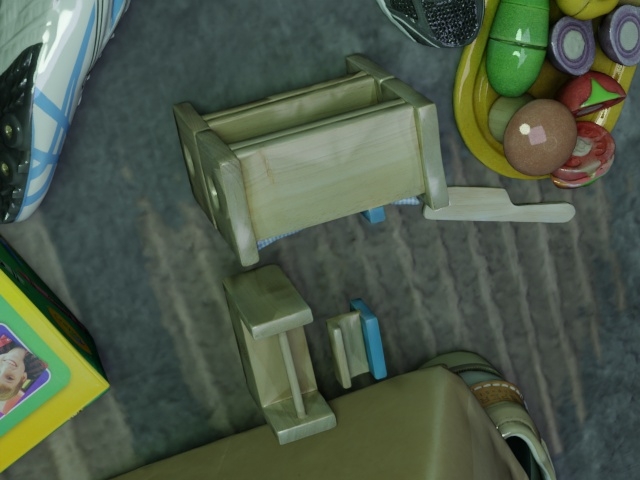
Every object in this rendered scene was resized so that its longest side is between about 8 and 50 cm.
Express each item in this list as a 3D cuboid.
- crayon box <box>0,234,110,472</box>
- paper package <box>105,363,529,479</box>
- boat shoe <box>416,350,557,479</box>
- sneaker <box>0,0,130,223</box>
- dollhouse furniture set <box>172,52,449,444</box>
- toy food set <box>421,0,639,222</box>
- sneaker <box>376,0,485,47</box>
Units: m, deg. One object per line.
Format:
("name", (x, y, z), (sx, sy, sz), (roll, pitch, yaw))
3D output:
("crayon box", (-0.273, 0.030, 0.798), (0.165, 0.081, 0.278), (-38, 117, -1))
("paper package", (-0.034, 0.261, 0.790), (0.310, 0.325, 0.168), (-22, 115, 19))
("boat shoe", (0.120, 0.233, 0.995), (0.113, 0.103, 0.302), (-19, 116, -14))
("sneaker", (-0.150, -0.116, 0.788), (0.086, 0.085, 0.237), (-6, 122, -44))
("dollhouse furniture set", (0.000, 0.000, 0.852), (0.129, 0.129, 0.183), (-17, 115, -12))
("toy food set", (0.159, -0.097, 0.900), (0.128, 0.071, 0.217), (9, 107, -21))
("sneaker", (0.059, -0.192, 0.827), (0.072, 0.077, 0.178), (-26, 117, -6))
